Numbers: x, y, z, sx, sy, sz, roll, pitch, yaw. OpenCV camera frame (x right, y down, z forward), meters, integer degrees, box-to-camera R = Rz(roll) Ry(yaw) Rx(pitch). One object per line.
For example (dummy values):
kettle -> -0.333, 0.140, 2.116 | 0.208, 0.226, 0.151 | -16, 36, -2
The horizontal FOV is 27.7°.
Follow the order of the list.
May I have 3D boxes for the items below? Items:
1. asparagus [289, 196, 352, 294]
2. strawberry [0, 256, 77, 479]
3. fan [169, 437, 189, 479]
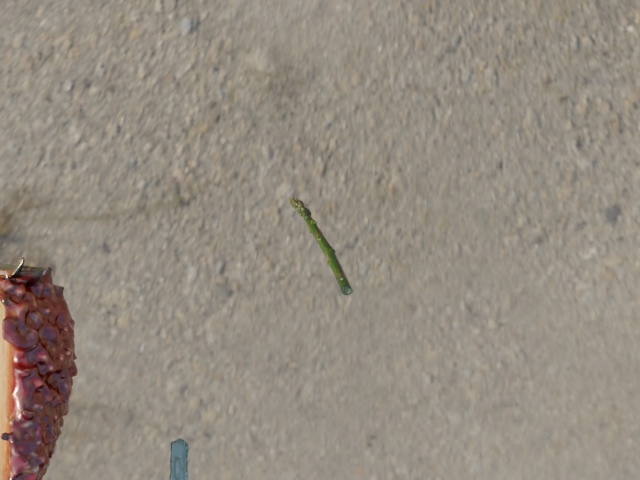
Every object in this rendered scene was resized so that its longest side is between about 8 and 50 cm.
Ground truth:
asparagus -> 0.000, 0.000, 1.316 | 0.016, 0.163, 0.016 | -11, 132, -18
strawberry -> -0.246, 0.112, 1.063 | 0.087, 0.167, 0.208 | -6, 96, -31
fan -> -0.099, 0.345, 1.083 | 0.223, 0.294, 0.012 | 30, 157, -1
